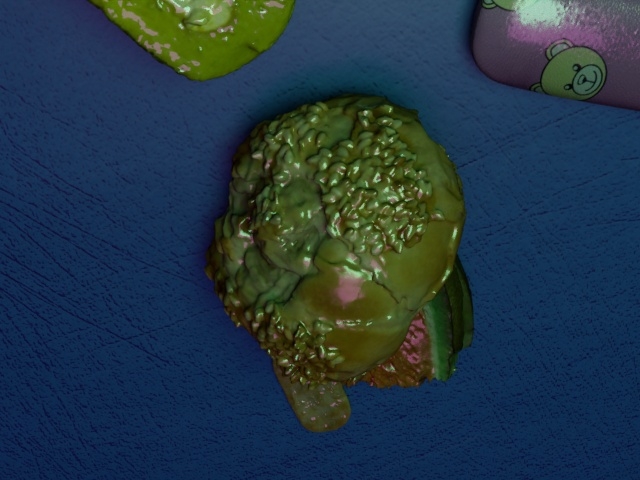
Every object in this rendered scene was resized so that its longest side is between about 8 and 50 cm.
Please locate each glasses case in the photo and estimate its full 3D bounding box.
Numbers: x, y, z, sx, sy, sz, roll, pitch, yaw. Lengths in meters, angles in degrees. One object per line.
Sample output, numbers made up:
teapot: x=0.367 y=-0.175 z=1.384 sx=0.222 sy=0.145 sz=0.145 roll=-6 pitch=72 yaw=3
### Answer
glasses case: x=0.309 y=-0.197 z=0.984 sx=0.317 sy=0.076 sz=0.123 roll=9 pitch=116 yaw=-7

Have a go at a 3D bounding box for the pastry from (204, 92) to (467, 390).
pastry: x=0.000 y=0.000 z=0.993 sx=0.255 sy=0.162 sz=0.310 roll=37 pitch=116 yaw=26

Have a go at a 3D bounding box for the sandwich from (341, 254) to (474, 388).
sandwich: x=0.089 y=0.072 z=1.110 sx=0.160 sy=0.109 sz=0.184 roll=-9 pitch=116 yaw=15

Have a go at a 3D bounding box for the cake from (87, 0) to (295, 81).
cake: x=-0.130 y=-0.281 z=0.889 sx=0.260 sy=0.156 sz=0.179 roll=38 pitch=117 yaw=-21

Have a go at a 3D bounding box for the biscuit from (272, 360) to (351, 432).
biscuit: x=-0.010 y=0.181 z=1.205 sx=0.071 sy=0.018 sz=0.147 roll=-19 pitch=116 yaw=9
